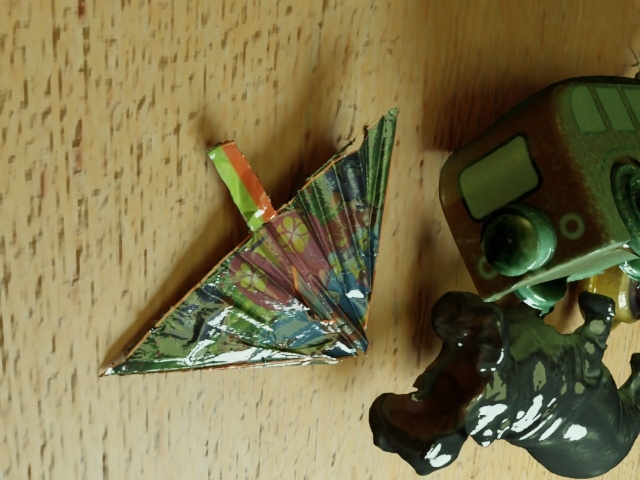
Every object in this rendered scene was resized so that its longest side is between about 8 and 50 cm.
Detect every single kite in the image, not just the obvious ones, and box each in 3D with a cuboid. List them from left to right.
[{"bbox_3d":[-0.023,0.020,0.516,0.241,0.014,0.183,-39,121,-15],"label":"kite"}]

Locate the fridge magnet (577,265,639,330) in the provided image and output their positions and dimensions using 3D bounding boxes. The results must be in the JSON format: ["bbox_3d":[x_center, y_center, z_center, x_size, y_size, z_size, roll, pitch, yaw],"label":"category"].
[{"bbox_3d":[0.302,0.025,0.843,0.143,0.063,0.143,-19,117,-43],"label":"fridge magnet"}]

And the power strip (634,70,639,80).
[{"bbox_3d":[0.392,-0.209,0.849,0.288,0.053,0.093,-39,130,-30],"label":"power strip"}]

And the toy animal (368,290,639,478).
[{"bbox_3d":[0.174,0.114,0.719,0.343,0.106,0.168,19,89,-46],"label":"toy animal"}]

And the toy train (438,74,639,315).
[{"bbox_3d":[0.223,-0.040,0.658,0.326,0.129,0.159,-8,71,-43],"label":"toy train"}]

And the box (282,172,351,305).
[{"bbox_3d":[0.000,0.000,0.553,0.053,0.024,0.083,2,103,-45],"label":"box"}]
